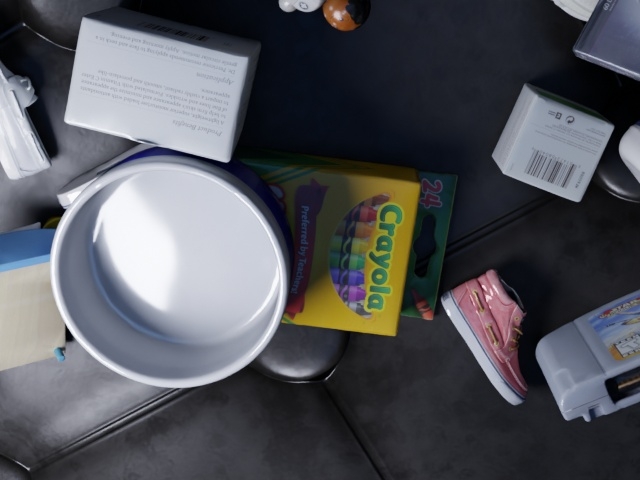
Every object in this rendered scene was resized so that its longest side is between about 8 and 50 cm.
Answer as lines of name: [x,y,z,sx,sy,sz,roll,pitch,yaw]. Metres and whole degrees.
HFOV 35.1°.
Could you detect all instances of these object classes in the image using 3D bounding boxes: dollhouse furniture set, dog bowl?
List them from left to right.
dollhouse furniture set: [-0.462,0.089,1.281,0.303,0.198,0.286,-14,134,-26]
dog bowl: [-0.163,0.027,1.151,0.265,0.104,0.265,1,108,4]

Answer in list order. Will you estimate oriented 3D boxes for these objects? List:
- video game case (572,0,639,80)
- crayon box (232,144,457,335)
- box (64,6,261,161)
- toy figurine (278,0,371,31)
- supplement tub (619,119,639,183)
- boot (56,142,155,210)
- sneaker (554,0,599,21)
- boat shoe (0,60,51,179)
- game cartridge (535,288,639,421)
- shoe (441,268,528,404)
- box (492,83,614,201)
video game case: [0.427,-0.230,1.036,0.274,0.026,0.196,29,92,26]
crayon box: [0.000,0.000,1.235,0.318,0.081,0.202,6,108,-2]
box: [-0.169,-0.178,1.128,0.181,0.182,0.119,13,106,-4]
toy figurine: [0.027,-0.330,1.063,0.148,0.209,0.213,30,106,-14]
supplement tub: [0.519,-0.122,1.112,0.316,0.228,0.228,-40,103,12]
boot: [-0.220,-0.063,1.232,0.190,0.069,0.086,-23,113,16]
sneaker: [0.259,-0.366,1.097,0.110,0.118,0.292,-29,106,8]
boat shoe: [-0.367,-0.164,1.200,0.063,0.066,0.184,-16,105,-9]
game cartridge: [0.406,0.109,1.202,0.297,0.198,0.062,-24,106,7]
shoe: [0.233,0.122,1.279,0.081,0.063,0.178,-32,100,15]
box: [0.271,-0.116,1.190,0.101,0.087,0.102,20,106,-6]
